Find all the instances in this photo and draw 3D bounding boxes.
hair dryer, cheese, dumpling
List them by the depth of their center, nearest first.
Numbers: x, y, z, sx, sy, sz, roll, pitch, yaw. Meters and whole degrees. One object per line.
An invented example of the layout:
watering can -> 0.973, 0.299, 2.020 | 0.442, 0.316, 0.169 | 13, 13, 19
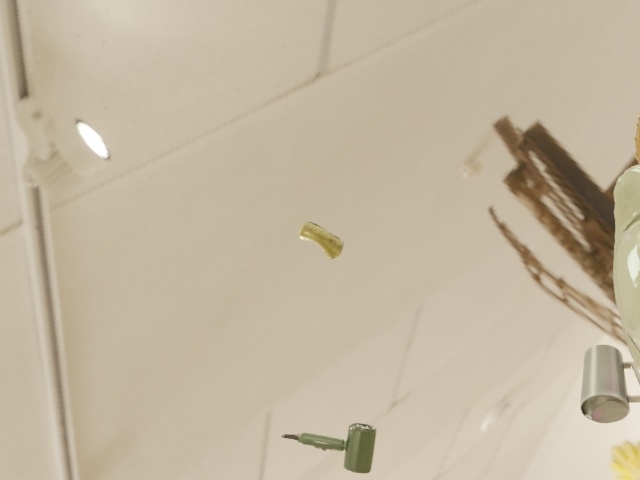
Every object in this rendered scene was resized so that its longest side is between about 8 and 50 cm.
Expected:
dumpling -> 0.424, 0.056, 1.212 | 0.227, 0.175, 0.243 | 121, 164, -70
hair dryer -> 0.011, 0.318, 1.581 | 0.047, 0.150, 0.071 | 7, -89, -79
cheese -> 0.000, 0.000, 1.720 | 0.044, 0.083, 0.030 | -60, 0, 28

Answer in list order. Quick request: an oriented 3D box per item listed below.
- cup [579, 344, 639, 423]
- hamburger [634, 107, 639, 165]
cup -> 0.470, 0.229, 1.609 | 0.116, 0.104, 0.074 | -74, -29, -44
hamburger -> 0.506, -0.152, 1.403 | 0.162, 0.115, 0.162 | -25, -59, -53
